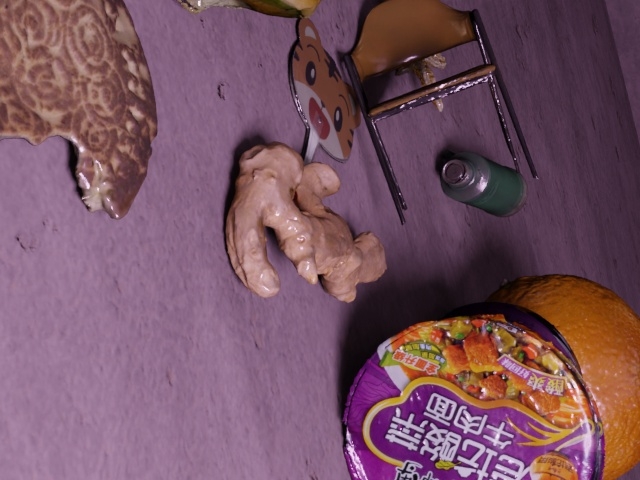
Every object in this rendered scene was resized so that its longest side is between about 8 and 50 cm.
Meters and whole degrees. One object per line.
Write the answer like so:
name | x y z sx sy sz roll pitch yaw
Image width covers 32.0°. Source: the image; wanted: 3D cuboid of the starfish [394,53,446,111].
starfish | 0.131 -0.260 1.454 0.176 0.053 0.208 35 51 -53

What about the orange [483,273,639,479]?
orange | 0.282 0.164 1.340 0.264 0.264 0.264 36 47 -52

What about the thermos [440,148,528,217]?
thermos | 0.217 -0.084 1.519 0.188 0.073 0.083 13 68 -60

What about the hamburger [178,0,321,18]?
hamburger | -0.066 -0.332 1.023 0.265 0.134 0.285 63 28 -29

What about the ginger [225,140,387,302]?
ginger | -0.002 -0.016 1.073 0.259 0.065 0.149 8 76 -58

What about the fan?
fan | -0.003 -0.125 1.186 0.152 0.008 0.226 56 32 -37

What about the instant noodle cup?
instant noodle cup | 0.165 0.175 1.142 0.190 0.251 0.251 -34 109 -72

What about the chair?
chair | 0.126 -0.165 1.277 0.172 0.159 0.246 -73 144 -81

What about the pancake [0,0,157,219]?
pancake | -0.211 -0.128 0.765 0.286 0.033 0.288 63 30 -28
